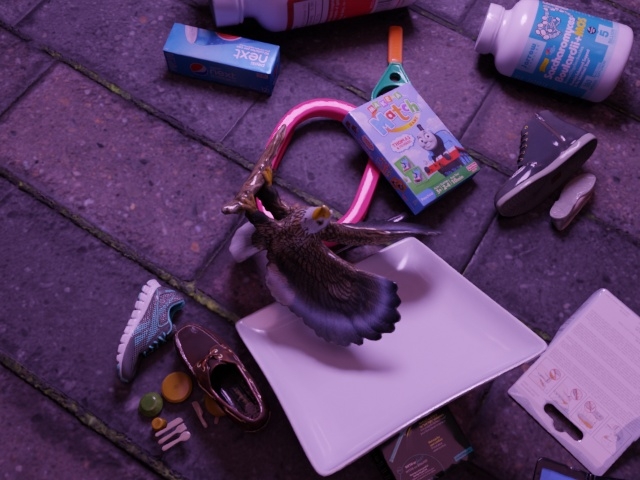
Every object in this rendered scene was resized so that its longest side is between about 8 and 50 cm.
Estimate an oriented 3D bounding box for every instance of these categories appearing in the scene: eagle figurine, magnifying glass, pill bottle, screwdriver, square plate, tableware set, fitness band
[{"bbox_3d":[0.001,0.000,0.943,0.298,0.225,0.226,34,100,-7],"label":"eagle figurine"},{"bbox_3d":[0.145,-0.323,1.225,0.092,0.026,0.231,4,68,0],"label":"magnifying glass"},{"bbox_3d":[-0.020,-0.533,1.195,0.407,0.229,0.229,-14,68,-9],"label":"pill bottle"},{"bbox_3d":[0.083,-0.004,1.087,0.169,0.024,0.025,-32,100,-8],"label":"screwdriver"},{"bbox_3d":[0.083,0.149,0.921,0.343,0.049,0.347,-25,34,-13],"label":"square plate"},{"bbox_3d":[-0.197,0.245,0.964,0.154,0.024,0.104,-30,68,-13],"label":"tableware set"},{"bbox_3d":[-0.001,-0.121,1.117,0.208,0.054,0.291,20,68,3],"label":"fitness band"},{"bbox_3d":[0.434,-0.367,1.188,0.263,0.146,0.146,18,67,6],"label":"pill bottle"}]

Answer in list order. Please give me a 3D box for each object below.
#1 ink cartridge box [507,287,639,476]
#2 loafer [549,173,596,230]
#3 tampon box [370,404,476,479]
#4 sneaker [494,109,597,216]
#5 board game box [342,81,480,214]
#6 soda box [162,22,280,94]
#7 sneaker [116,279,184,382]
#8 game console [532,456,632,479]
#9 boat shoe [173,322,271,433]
[{"bbox_3d":[0.443,0.221,0.996,0.189,0.066,0.232,44,93,15],"label":"ink cartridge box"},{"bbox_3d":[0.452,-0.070,1.123,0.125,0.039,0.045,-44,42,-21],"label":"loafer"},{"bbox_3d":[0.127,0.276,0.919,0.120,0.101,0.161,-24,69,-13],"label":"tampon box"},{"bbox_3d":[0.377,-0.139,1.135,0.222,0.083,0.118,-36,54,-9],"label":"sneaker"},{"bbox_3d":[0.163,-0.168,1.114,0.160,0.039,0.212,-32,78,-30],"label":"board game box"},{"bbox_3d":[-0.186,-0.347,1.195,0.209,0.067,0.071,14,67,3],"label":"soda box"},{"bbox_3d":[-0.265,0.145,0.983,0.076,0.065,0.167,16,68,0],"label":"sneaker"},{"bbox_3d":[0.369,0.396,0.890,0.085,0.124,0.144,29,66,-19],"label":"game console"},{"bbox_3d":[-0.148,0.197,0.934,0.073,0.073,0.207,-42,70,-17],"label":"boat shoe"}]
